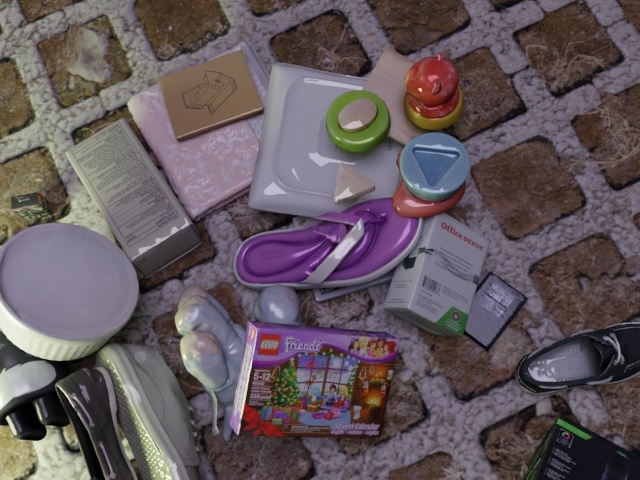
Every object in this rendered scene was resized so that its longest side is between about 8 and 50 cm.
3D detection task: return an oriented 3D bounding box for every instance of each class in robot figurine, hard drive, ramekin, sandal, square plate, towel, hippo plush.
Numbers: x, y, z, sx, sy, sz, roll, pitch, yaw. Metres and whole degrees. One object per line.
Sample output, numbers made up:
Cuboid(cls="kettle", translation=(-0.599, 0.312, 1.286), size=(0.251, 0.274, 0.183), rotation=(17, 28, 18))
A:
Cuboid(cls="robot figurine", translation=(-0.593, 0.255, 1.657), size=(0.209, 0.173, 0.278), rotation=(-16, 67, -37))
Cuboid(cls="hard drive", translation=(0.339, 0.142, 1.685), size=(0.094, 0.022, 0.135), rotation=(37, 79, 15))
Cuboid(cls="ramekin", translation=(-0.500, 0.107, 1.615), size=(0.273, 0.127, 0.273), rotation=(16, 47, -19))
Cuboid(cls="sandal", translation=(0.003, 0.014, 1.657), size=(0.416, 0.102, 0.169), rotation=(-18, 67, 20))
Cuboid(cls="square plate", translation=(0.042, -0.209, 1.770), size=(0.344, 0.049, 0.347), rotation=(9, 72, -1))
Cuboid(cls="towel", translation=(-0.223, -0.251, 1.849), size=(0.317, 0.053, 0.332), rotation=(-29, 71, -4))
Cuboid(cls="hippo plush", translation=(-0.130, 0.197, 1.599), size=(0.237, 0.234, 0.294), rotation=(-18, 71, 0))

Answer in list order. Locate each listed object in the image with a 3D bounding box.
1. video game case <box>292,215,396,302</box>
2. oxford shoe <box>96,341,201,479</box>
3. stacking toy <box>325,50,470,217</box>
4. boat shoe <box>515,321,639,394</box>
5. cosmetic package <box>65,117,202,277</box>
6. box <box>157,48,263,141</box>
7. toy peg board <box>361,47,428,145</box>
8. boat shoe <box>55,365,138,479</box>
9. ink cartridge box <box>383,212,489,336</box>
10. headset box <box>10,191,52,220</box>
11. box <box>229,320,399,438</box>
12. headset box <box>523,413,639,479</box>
Cuboid(cls="video game case", translation=(0.068, 0.011, 1.752), size=(0.212, 0.023, 0.193), rotation=(-17, 72, 0))
Cuboid(cls="oxford shoe", translation=(-0.289, 0.386, 1.605), size=(0.130, 0.169, 0.449), rotation=(-15, 69, -38))
Cuboid(cls="stacking toy", translation=(0.148, -0.208, 1.600), size=(0.279, 0.130, 0.309), rotation=(-3, 68, 3))
Cuboid(cls="boat shoe", translation=(0.527, 0.227, 1.605), size=(0.302, 0.091, 0.114), rotation=(-21, 72, -2))
Cuboid(cls="cosmetic package", translation=(-0.393, -0.090, 1.771), size=(0.153, 0.129, 0.296), rotation=(-31, 72, -7))
Cuboid(cls="box", translation=(-0.243, -0.320, 1.836), size=(0.201, 0.021, 0.164), rotation=(-20, 69, -2))
Cuboid(cls="toy peg board", translation=(0.167, -0.288, 1.749), size=(0.161, 0.079, 0.160), rotation=(29, 86, 3))
Cuboid(cls="boat shoe", translation=(-0.423, 0.409, 1.587), size=(0.095, 0.112, 0.335), rotation=(-12, 85, -39))
Cuboid(cls="ink cartridge box", translation=(0.231, 0.066, 1.651), size=(0.153, 0.087, 0.208), rotation=(29, 72, -27))
Cuboid(cls="headset box", translation=(-0.627, -0.075, 1.810), size=(0.062, 0.083, 0.032), rotation=(-11, 72, 2))
Cuboid(cls="box", translation=(-0.008, 0.262, 1.550), size=(0.293, 0.057, 0.201), rotation=(7, 97, -25))
Cuboid(cls="headset box", translation=(0.474, 0.475, 1.450), size=(0.246, 0.131, 0.283), rotation=(28, 39, 14))
